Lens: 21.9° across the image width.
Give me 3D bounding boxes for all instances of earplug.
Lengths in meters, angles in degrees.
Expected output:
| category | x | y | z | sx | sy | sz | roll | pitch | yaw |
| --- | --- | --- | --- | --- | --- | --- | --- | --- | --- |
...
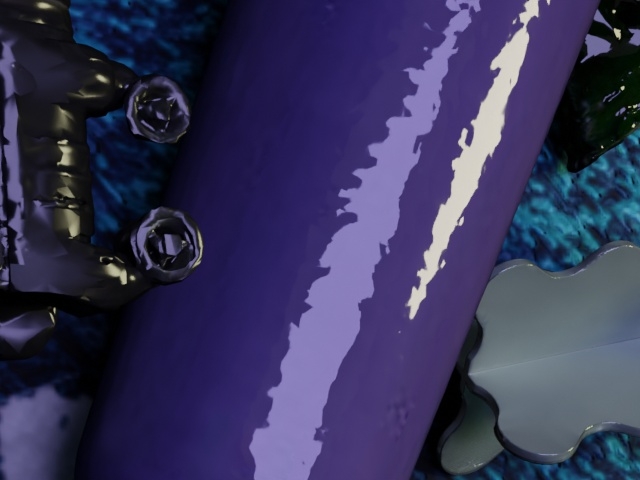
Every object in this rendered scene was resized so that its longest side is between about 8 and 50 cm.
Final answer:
| category | x | y | z | sx | sy | sz | roll | pitch | yaw |
| --- | --- | --- | --- | --- | --- | --- | --- | --- | --- |
| earplug | 0.000 | 0.000 | 0.922 | 0.215 | 0.215 | 0.455 | 30 | 67 | -22 |

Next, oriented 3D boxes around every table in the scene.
| category | x | y | z | sx | sy | sz | roll | pitch | yaw |
| --- | --- | --- | --- | --- | --- | --- | --- | --- | --- |
| table | 0.167 | 0.069 | 1.038 | 0.198 | 0.166 | 0.166 | -9 | 82 | -25 |

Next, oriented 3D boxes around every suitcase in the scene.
| category | x | y | z | sx | sy | sz | roll | pitch | yaw |
| --- | --- | --- | --- | --- | --- | --- | --- | --- | --- |
| suitcase | -0.296 | -0.034 | 0.696 | 0.434 | 0.283 | 0.194 | -1 | 81 | -31 |

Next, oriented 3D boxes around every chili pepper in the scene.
| category | x | y | z | sx | sy | sz | roll | pitch | yaw |
| --- | --- | --- | --- | --- | --- | --- | --- | --- | --- |
| chili pepper | 0.165 | -0.197 | 1.119 | 0.148 | 0.116 | 0.264 | -42 | 101 | -35 |
